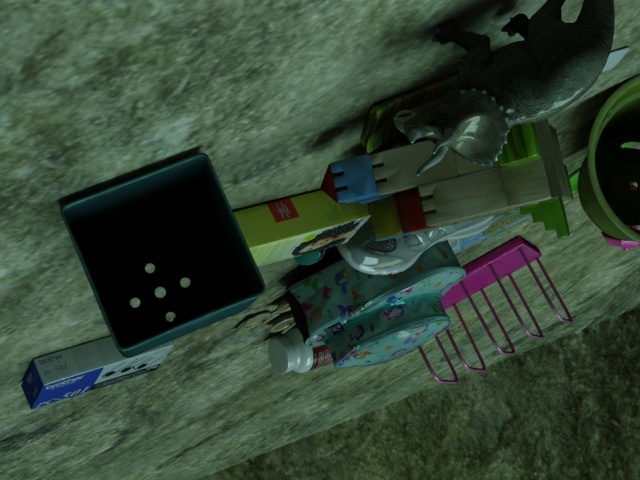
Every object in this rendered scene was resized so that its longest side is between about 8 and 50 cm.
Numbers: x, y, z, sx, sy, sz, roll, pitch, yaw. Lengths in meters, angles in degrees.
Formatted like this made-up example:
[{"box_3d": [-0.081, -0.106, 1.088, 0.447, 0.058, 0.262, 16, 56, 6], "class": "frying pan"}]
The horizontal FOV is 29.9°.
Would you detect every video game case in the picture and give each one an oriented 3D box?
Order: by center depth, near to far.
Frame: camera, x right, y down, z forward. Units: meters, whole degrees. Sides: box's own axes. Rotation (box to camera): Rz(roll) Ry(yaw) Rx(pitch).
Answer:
[{"box_3d": [0.301, -0.046, 2.042, 0.212, 0.023, 0.193, -26, 164, 0], "class": "video game case"}]

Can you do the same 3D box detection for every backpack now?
[{"box_3d": [0.100, 0.082, 1.872, 0.253, 0.191, 0.225, -39, 159, 24], "class": "backpack"}]

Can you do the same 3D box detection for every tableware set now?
[{"box_3d": [-0.057, 0.122, 2.027, 0.141, 0.020, 0.169, -36, 162, 30], "class": "tableware set"}]

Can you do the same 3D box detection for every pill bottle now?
[{"box_3d": [-0.016, 0.192, 2.188, 0.152, 0.086, 0.086, -15, 160, -35], "class": "pill bottle"}]

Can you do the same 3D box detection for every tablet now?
[{"box_3d": [0.368, -0.233, 1.598, 0.083, 0.006, 0.054, -19, 162, -24], "class": "tablet"}]

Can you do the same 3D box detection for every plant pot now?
[{"box_3d": [-0.180, 0.035, 1.348, 0.166, 0.165, 0.234, -22, 171, -13], "class": "plant pot"}, {"box_3d": [0.512, -0.100, 1.834, 0.276, 0.276, 0.254, -24, 174, -6], "class": "plant pot"}]

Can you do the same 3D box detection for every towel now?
[{"box_3d": [0.162, -0.173, 1.447, 0.237, 0.021, 0.102, -22, 164, -13], "class": "towel"}]

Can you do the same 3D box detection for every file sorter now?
[{"box_3d": [0.336, 0.151, 2.420, 0.291, 0.182, 0.202, -30, 164, 15], "class": "file sorter"}]

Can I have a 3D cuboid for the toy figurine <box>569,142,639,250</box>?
[{"box_3d": [0.520, -0.065, 2.071, 0.130, 0.159, 0.173, -18, 161, -25], "class": "toy figurine"}]

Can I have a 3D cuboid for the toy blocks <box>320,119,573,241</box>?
[{"box_3d": [0.161, -0.071, 1.488, 0.261, 0.190, 0.381, -13, 178, 17], "class": "toy blocks"}]

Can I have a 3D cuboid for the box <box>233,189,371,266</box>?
[{"box_3d": [-0.051, -0.013, 1.554, 0.232, 0.058, 0.087, -15, 160, -31], "class": "box"}]

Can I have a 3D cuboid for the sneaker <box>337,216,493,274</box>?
[{"box_3d": [0.142, -0.044, 1.727, 0.281, 0.105, 0.115, -24, 150, -31], "class": "sneaker"}]

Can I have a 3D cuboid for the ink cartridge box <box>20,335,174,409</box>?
[{"box_3d": [-0.327, 0.182, 1.760, 0.207, 0.046, 0.097, -15, 159, -32], "class": "ink cartridge box"}]

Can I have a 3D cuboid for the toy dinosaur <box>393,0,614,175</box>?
[{"box_3d": [0.219, -0.179, 1.244, 0.314, 0.160, 0.121, -26, 148, 4], "class": "toy dinosaur"}]

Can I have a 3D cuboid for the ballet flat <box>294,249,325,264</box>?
[{"box_3d": [0.000, 0.000, 1.710, 0.041, 0.041, 0.114, -16, 162, -31], "class": "ballet flat"}]
